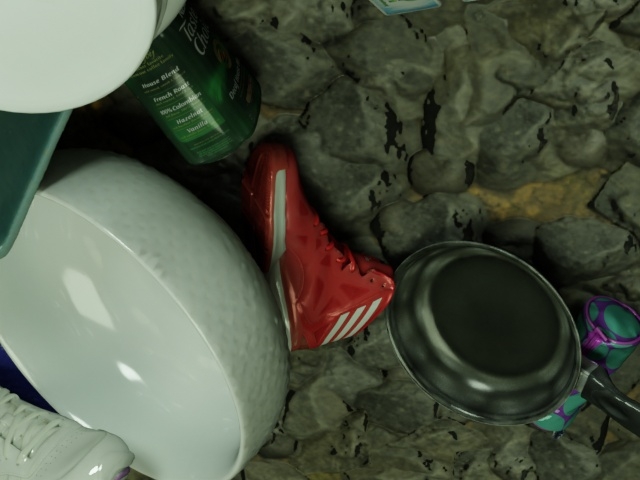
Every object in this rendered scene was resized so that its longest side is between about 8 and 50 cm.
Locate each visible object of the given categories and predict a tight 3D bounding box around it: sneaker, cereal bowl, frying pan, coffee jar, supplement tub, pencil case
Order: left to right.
[{"bbox_3d":[-0.295,0.201,1.820,0.305,0.114,0.152,-9,119,50],"label":"sneaker"},{"bbox_3d":[-0.185,-0.267,1.358,0.235,0.325,0.235,4,134,4],"label":"supplement tub"},{"bbox_3d":[-0.156,0.051,1.741,0.339,0.141,0.339,30,145,24],"label":"cereal bowl"},{"bbox_3d":[-0.129,-0.156,1.613,0.079,0.096,0.184,-24,126,24],"label":"coffee jar"},{"bbox_3d":[0.000,0.000,1.775,0.128,0.087,0.221,-10,128,-15],"label":"sneaker"},{"bbox_3d":[0.209,0.090,1.765,0.326,0.053,0.197,7,122,27],"label":"frying pan"},{"bbox_3d":[0.244,0.119,1.838,0.064,0.070,0.151,46,132,15],"label":"pencil case"}]

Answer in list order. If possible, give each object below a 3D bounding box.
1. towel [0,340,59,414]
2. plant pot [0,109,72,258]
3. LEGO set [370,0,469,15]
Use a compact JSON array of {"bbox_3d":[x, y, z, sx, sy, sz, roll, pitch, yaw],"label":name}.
[{"bbox_3d":[-0.369,0.110,1.924,0.308,0.076,0.228,39,134,-26],"label":"towel"},{"bbox_3d":[-0.378,-0.129,1.553,0.247,0.252,0.248,-14,149,-39],"label":"plant pot"},{"bbox_3d":[0.107,-0.205,1.471,0.182,0.060,0.244,-8,169,15],"label":"LEGO set"}]
